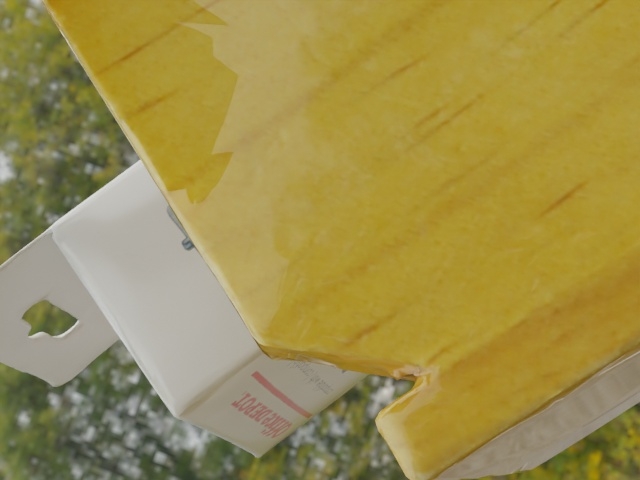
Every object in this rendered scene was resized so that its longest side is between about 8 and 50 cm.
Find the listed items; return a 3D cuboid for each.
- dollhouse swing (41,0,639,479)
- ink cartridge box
[{"bbox_3d":[0.076,-0.081,0.666,0.315,0.346,0.305,-32,-20,-4],"label":"dollhouse swing"},{"bbox_3d":[0.000,0.000,0.750,0.353,0.119,0.207,-36,-17,-1],"label":"ink cartridge box"}]
